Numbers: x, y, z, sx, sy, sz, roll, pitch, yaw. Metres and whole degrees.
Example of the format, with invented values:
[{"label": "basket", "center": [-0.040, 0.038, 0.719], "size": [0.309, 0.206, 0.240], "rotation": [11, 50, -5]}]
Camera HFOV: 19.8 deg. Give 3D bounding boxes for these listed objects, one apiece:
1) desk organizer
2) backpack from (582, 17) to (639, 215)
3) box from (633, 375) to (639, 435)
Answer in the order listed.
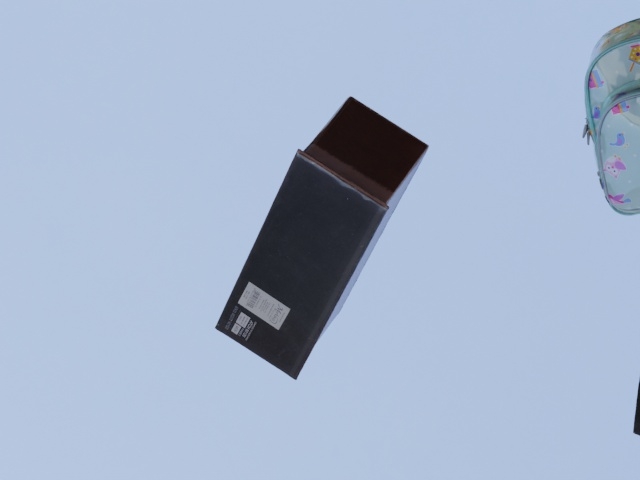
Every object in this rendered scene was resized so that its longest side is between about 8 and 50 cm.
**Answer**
[{"label": "desk organizer", "center": [0.000, 0.000, 0.836], "size": [0.047, 0.130, 0.050], "rotation": [33, -134, 5]}, {"label": "backpack", "center": [0.342, -0.125, 1.807], "size": [0.166, 0.188, 0.144], "rotation": [-9, -165, 22]}, {"label": "box", "center": [0.347, 0.070, 1.479], "size": [0.191, 0.184, 0.045], "rotation": [2, -174, -29]}]
